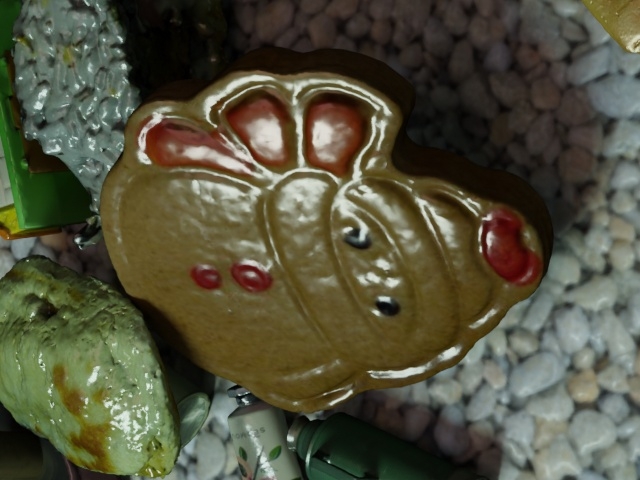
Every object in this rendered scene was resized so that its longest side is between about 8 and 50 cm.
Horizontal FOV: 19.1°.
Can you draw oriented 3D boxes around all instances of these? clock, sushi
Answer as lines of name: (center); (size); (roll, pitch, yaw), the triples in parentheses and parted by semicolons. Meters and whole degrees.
clock: (-0.352, -0.098, 1.878); (0.255, 0.106, 0.220); (-15, 85, 40)
sushi: (-0.167, -0.139, 1.686); (0.139, 0.184, 0.274); (-10, 90, 36)

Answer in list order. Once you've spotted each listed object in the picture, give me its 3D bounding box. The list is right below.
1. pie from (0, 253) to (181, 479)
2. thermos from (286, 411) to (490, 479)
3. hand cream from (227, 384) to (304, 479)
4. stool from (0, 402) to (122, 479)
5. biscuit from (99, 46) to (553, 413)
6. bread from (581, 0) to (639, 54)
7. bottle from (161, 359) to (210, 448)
pie: (-0.217, 0.126, 1.711); (0.248, 0.090, 0.201); (19, 124, 41)
thermos: (0.049, 0.204, 1.637); (0.188, 0.083, 0.073); (22, 136, 33)
hand cream: (-0.036, 0.241, 1.726); (0.080, 0.050, 0.234); (-15, 92, 32)
stool: (-0.340, 0.264, 1.856); (0.272, 0.178, 0.272); (5, 99, 36)
biscuit: (0.000, 0.000, 1.564); (0.381, 0.074, 0.359); (-3, 129, 26)
bread: (0.231, -0.209, 1.478); (0.074, 0.053, 0.132); (-45, 72, 30)
bottle: (-0.199, 0.120, 1.806); (0.201, 0.072, 0.072); (35, 114, 28)
